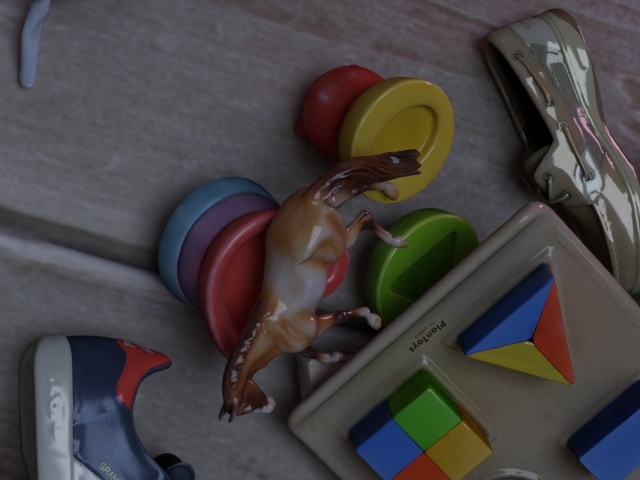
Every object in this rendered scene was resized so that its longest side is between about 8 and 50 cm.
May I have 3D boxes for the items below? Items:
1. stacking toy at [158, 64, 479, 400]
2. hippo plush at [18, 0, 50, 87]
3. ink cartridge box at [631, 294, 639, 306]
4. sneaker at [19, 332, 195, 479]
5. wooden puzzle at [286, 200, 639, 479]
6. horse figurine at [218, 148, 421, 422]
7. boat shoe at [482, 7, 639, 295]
[{"bbox_3d":[0.000,0.000,1.527,0.309,0.130,0.279,-41,132,-15],"label":"stacking toy"},{"bbox_3d":[-0.192,-0.317,1.336,0.294,0.236,0.234,-46,108,-17],"label":"hippo plush"},{"bbox_3d":[0.454,0.027,1.620,0.233,0.171,0.168,14,55,-14],"label":"ink cartridge box"},{"bbox_3d":[-0.185,0.257,1.408,0.148,0.131,0.350,0,91,-19],"label":"sneaker"},{"bbox_3d":[0.194,0.184,1.506,0.322,0.080,0.348,-42,110,8],"label":"wooden puzzle"},{"bbox_3d":[-0.001,0.029,1.407,0.174,0.066,0.263,1,114,-46],"label":"horse figurine"},{"bbox_3d":[0.246,-0.079,1.610,0.098,0.109,0.302,-20,93,-17],"label":"boat shoe"}]
